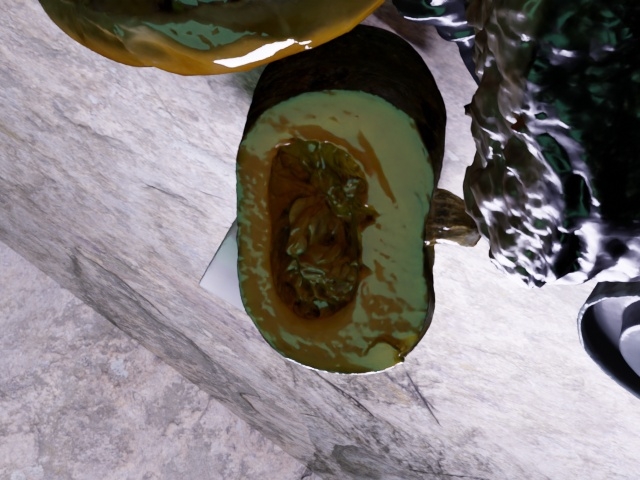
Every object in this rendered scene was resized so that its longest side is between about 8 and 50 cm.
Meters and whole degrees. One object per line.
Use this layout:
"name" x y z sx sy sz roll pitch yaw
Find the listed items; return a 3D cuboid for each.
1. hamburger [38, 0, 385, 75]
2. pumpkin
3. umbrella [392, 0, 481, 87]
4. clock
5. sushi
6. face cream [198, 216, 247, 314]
"hamburger" -0.057 -0.236 0.792 0.314 0.290 0.170 16 153 39
"pumpkin" 0.040 -0.031 1.173 0.221 0.139 0.317 6 113 8
"umbrella" 0.113 -0.177 0.975 0.272 0.110 0.122 43 -169 -30
"clock" 0.420 0.124 1.317 0.325 0.067 0.325 27 161 10
"sushi" 0.177 -0.116 0.804 0.170 0.211 0.350 3 145 3
"face cream" 0.000 0.000 1.389 0.179 0.218 0.218 30 160 -3
